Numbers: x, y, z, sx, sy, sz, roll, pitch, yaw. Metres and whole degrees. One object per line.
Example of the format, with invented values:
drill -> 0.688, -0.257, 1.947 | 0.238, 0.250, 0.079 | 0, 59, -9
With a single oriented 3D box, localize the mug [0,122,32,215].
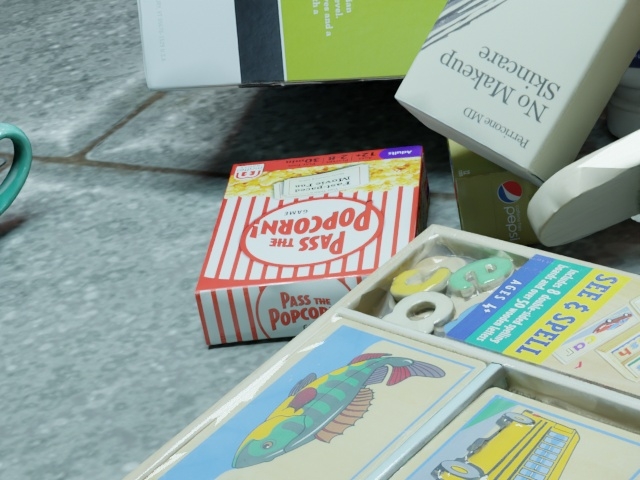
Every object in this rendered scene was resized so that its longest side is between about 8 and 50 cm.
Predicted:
mug -> -0.297, -0.023, 1.261 | 0.158, 0.097, 0.129 | -8, 27, 2

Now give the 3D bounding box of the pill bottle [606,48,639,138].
pill bottle -> 0.255, -0.173, 1.256 | 0.112, 0.186, 0.112 | -5, 24, 2

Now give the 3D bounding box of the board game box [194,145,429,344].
board game box -> 0.000, 0.000, 1.173 | 0.147, 0.045, 0.193 | -6, 28, 8

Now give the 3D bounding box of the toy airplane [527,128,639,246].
toy airplane -> 0.365, -0.104, 1.006 | 0.384, 0.272, 0.386 | -18, -7, -41

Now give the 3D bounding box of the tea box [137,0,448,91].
tea box -> 0.057, -0.248, 1.350 | 0.323, 0.220, 0.329 | 0, 11, 17

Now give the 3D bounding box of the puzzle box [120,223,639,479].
puzzle box -> 0.030, 0.141, 0.825 | 0.272, 0.052, 0.409 | 16, 44, 44

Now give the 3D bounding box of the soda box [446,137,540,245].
soda box -> 0.124, -0.062, 1.231 | 0.058, 0.061, 0.181 | -8, 28, 5

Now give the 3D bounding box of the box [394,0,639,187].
box -> 0.169, -0.179, 1.094 | 0.113, 0.275, 0.094 | 29, 2, 19
